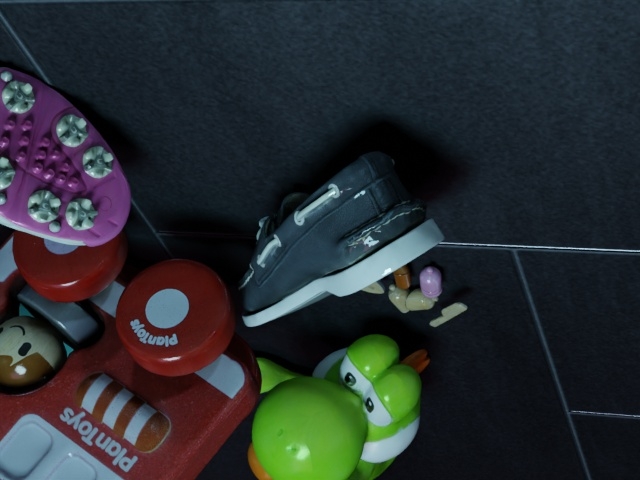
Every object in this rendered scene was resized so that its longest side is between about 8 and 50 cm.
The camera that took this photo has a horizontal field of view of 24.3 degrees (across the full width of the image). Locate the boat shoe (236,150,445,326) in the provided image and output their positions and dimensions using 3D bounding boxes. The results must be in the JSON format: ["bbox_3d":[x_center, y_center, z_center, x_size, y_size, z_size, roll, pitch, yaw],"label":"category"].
[{"bbox_3d":[0.000,0.000,1.220,0.091,0.114,0.302,61,149,-1],"label":"boat shoe"}]

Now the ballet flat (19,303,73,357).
[{"bbox_3d":[-0.280,0.095,1.541,0.248,0.086,0.086,26,150,-19],"label":"ballet flat"}]

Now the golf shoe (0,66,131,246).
[{"bbox_3d":[-0.296,-0.086,1.187,0.306,0.115,0.140,31,158,-18],"label":"golf shoe"}]

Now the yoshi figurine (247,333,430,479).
[{"bbox_3d":[-0.011,0.211,1.507,0.204,0.203,0.362,21,149,-1],"label":"yoshi figurine"}]

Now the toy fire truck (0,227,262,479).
[{"bbox_3d":[-0.212,0.121,1.317,0.302,0.254,0.169,31,159,23],"label":"toy fire truck"}]

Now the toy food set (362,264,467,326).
[{"bbox_3d":[0.069,0.032,1.323,0.122,0.019,0.078,31,148,-15],"label":"toy food set"}]
